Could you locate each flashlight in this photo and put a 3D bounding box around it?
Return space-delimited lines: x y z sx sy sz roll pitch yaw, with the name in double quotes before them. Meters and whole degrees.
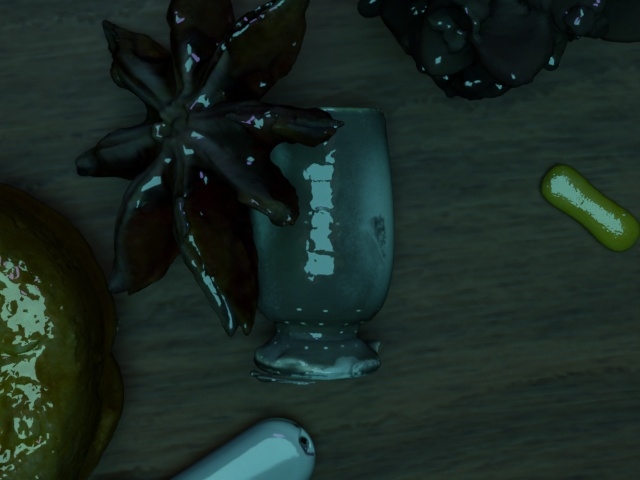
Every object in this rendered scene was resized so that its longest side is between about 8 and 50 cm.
"flashlight" -0.096 0.202 1.273 0.200 0.047 0.093 -30 98 0

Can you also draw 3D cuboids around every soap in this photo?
"soap" 0.210 -0.024 1.263 0.089 0.012 0.034 38 96 -6

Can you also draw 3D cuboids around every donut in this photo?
"donut" -0.300 0.109 1.205 0.299 0.150 0.317 0 98 2

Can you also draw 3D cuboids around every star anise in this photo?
"star anise" -0.080 -0.073 1.162 0.088 0.288 0.288 10 100 -44

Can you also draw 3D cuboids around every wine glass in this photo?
"wine glass" 0.000 0.000 1.213 0.111 0.111 0.204 1 95 -1

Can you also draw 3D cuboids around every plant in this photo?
"plant" 0.118 -0.184 1.085 0.181 0.320 0.194 -40 95 6
